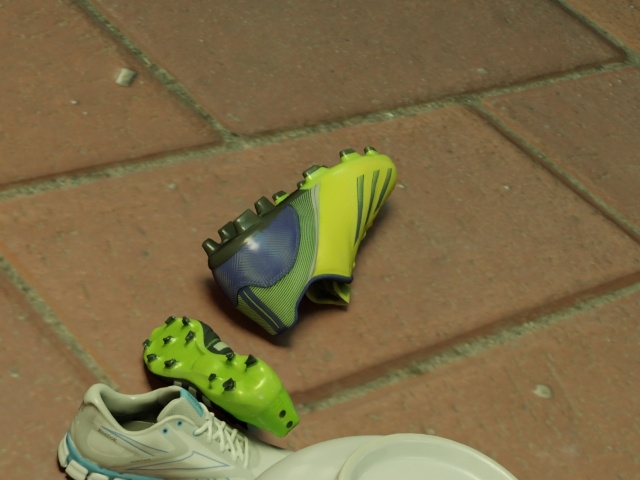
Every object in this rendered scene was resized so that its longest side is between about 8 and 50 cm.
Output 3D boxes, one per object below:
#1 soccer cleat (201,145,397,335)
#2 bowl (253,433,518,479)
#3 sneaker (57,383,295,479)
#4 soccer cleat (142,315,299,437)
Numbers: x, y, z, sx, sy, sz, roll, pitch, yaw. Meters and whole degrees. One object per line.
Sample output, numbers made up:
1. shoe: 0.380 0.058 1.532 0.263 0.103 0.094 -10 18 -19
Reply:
1. soccer cleat: -0.001 0.001 1.437 0.121 0.093 0.289 55 34 0
2. bowl: 0.060 0.221 1.031 0.297 0.134 0.298 13 33 -9
3. sneaker: -0.091 0.149 1.159 0.190 0.083 0.071 11 32 -13
4. soccer cleat: -0.081 0.108 1.232 0.060 0.072 0.179 -44 31 -16
